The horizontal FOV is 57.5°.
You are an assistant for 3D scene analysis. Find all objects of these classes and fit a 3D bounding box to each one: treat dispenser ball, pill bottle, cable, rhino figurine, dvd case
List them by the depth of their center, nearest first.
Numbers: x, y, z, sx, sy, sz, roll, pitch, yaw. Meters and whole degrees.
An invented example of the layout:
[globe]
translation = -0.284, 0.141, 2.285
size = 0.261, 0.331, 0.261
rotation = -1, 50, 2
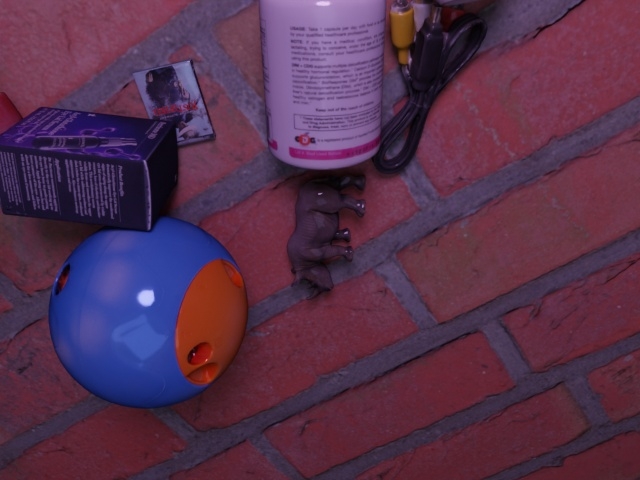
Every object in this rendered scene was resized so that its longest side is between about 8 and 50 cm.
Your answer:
[pill bottle]
translation = 0.004, -0.250, 0.757
size = 0.160, 0.160, 0.283
rotation = -2, 122, -2
[cable]
translation = 0.148, -0.233, 0.854
size = 0.140, 0.072, 0.287
rotation = -8, 135, -18
[dvd case]
translation = -0.214, -0.199, 0.861
size = 0.087, 0.013, 0.119
rotation = -11, 123, 3
[treat dispenser ball]
translation = -0.253, 0.105, 0.882
size = 0.288, 0.288, 0.288
rotation = -1, 121, -2
[rhino figurine]
translation = 0.000, 0.000, 0.960
size = 0.106, 0.073, 0.243
rotation = 6, 122, -11

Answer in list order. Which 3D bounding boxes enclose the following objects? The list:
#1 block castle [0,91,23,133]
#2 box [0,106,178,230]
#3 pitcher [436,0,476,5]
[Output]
[block castle]
translation = -0.650, -0.099, 0.731
size = 0.453, 0.303, 0.212
rotation = -14, 115, 5
[box]
translation = -0.321, -0.105, 0.823
size = 0.207, 0.153, 0.108
rotation = 5, 121, -2
[pitcher]
translation = 0.197, -0.403, 0.701
size = 0.178, 0.125, 0.207
rotation = -13, 105, -13
